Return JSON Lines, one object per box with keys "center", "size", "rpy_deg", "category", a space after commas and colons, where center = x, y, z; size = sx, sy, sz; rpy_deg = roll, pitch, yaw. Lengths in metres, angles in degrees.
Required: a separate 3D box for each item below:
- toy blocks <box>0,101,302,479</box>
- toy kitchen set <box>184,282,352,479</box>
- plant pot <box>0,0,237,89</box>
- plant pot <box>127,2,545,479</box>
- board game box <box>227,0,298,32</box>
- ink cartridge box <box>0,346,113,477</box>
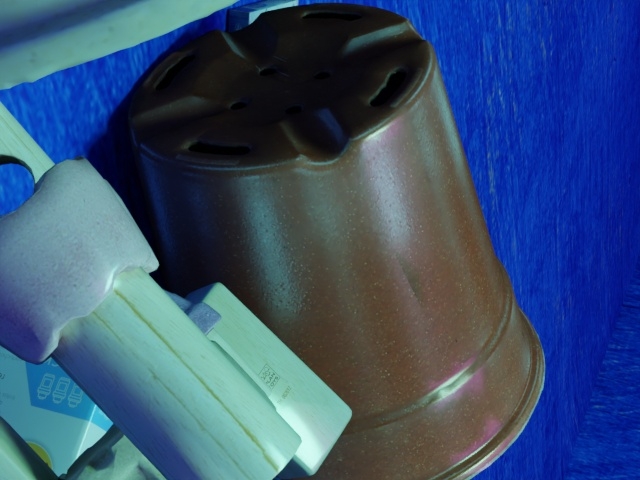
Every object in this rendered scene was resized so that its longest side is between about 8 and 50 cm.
{"center": [-0.195, 0.060, 0.609], "size": [0.288, 0.260, 0.309], "rpy_deg": [-44, -178, -1], "category": "toy blocks"}
{"center": [-0.115, 0.152, 0.921], "size": [0.122, 0.166, 0.207], "rpy_deg": [46, 57, -16], "category": "toy kitchen set"}
{"center": [-0.135, -0.255, 0.469], "size": [0.334, 0.333, 0.305], "rpy_deg": [-58, 141, -43], "category": "plant pot"}
{"center": [0.000, 0.000, 1.032], "size": [0.272, 0.272, 0.265], "rpy_deg": [-57, 143, -44], "category": "plant pot"}
{"center": [-0.045, -0.134, 1.146], "size": [0.090, 0.020, 0.090], "rpy_deg": [-32, 130, -63], "category": "board game box"}
{"center": [-0.176, 0.147, 0.824], "size": [0.061, 0.104, 0.181], "rpy_deg": [54, 50, -62], "category": "ink cartridge box"}
